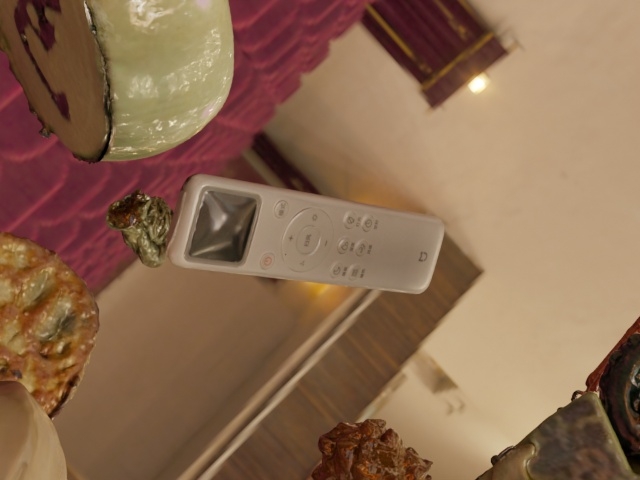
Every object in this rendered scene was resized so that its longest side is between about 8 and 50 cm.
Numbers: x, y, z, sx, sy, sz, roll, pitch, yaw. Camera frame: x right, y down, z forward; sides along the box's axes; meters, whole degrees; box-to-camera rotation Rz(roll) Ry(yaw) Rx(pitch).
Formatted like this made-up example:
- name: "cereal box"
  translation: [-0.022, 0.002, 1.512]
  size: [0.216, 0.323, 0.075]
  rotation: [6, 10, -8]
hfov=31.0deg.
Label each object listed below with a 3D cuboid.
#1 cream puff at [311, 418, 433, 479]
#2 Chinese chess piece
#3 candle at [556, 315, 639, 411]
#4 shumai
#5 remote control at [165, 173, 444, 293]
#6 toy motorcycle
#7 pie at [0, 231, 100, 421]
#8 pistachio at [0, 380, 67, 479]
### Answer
- name: "cream puff"
  translation: [0.051, 0.220, 1.091]
  size: [0.094, 0.116, 0.122]
  rotation: [-31, 146, -47]
- name: "Chinese chess piece"
  translation: [-0.225, -0.247, 1.134]
  size: [0.146, 0.349, 0.349]
  rotation: [-25, 178, -25]
- name: "candle"
  translation: [0.294, 0.116, 1.142]
  size: [0.167, 0.026, 0.021]
  rotation: [-48, -145, -9]
- name: "shumai"
  translation: [-0.208, -0.016, 1.299]
  size: [0.082, 0.080, 0.083]
  rotation: [-8, -109, 52]
- name: "remote control"
  translation: [0.000, 0.000, 0.862]
  size: [0.029, 0.261, 0.067]
  rotation: [23, -80, 47]
- name: "toy motorcycle"
  translation: [0.207, 0.257, 0.937]
  size: [0.410, 0.237, 0.169]
  rotation: [-38, 150, 9]
- name: "pie"
  translation: [-0.453, 0.129, 1.634]
  size: [0.092, 0.315, 0.315]
  rotation: [-32, -168, 50]
- name: "pistachio"
  translation: [-0.363, 0.294, 1.130]
  size: [0.226, 0.208, 0.331]
  rotation: [-2, -117, 48]
